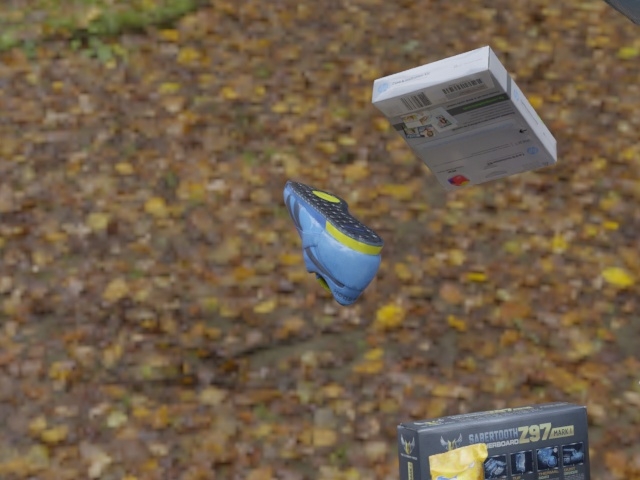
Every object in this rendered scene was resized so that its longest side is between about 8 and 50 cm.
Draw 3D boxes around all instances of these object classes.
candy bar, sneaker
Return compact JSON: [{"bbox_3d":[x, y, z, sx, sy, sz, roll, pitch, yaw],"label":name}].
[{"bbox_3d":[0.082,0.186,0.849,0.040,0.018,0.161,-18,34,20],"label":"candy bar"},{"bbox_3d":[0.000,0.000,1.465,0.069,0.082,0.209,13,17,-25],"label":"sneaker"}]

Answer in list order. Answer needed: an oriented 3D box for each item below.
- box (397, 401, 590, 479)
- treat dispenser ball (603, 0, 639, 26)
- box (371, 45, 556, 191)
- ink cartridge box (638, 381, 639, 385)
[{"bbox_3d":[0.208,0.294,1.667,0.233,0.183,0.059,-5,3,-24],"label":"box"},{"bbox_3d":[0.235,-0.234,0.706,0.288,0.288,0.288,1,28,-1],"label":"treat dispenser ball"},{"bbox_3d":[0.166,-0.134,1.613,0.145,0.186,0.038,-14,50,29],"label":"box"},{"bbox_3d":[0.493,0.249,1.492,0.151,0.270,0.395,-34,57,11],"label":"ink cartridge box"}]
